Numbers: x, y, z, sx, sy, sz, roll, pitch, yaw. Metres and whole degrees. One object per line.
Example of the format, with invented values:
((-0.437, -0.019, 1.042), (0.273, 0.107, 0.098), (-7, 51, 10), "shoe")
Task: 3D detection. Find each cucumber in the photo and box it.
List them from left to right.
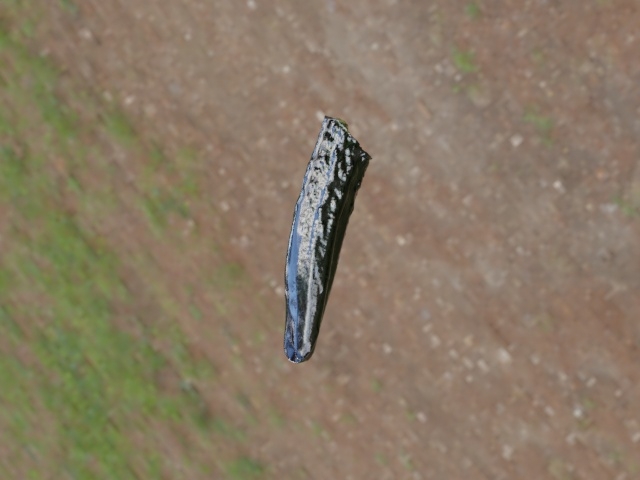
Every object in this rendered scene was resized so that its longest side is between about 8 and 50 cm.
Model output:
((-0.002, 0.000, 0.827), (0.034, 0.135, 0.033), (17, 173, -3), "cucumber")
